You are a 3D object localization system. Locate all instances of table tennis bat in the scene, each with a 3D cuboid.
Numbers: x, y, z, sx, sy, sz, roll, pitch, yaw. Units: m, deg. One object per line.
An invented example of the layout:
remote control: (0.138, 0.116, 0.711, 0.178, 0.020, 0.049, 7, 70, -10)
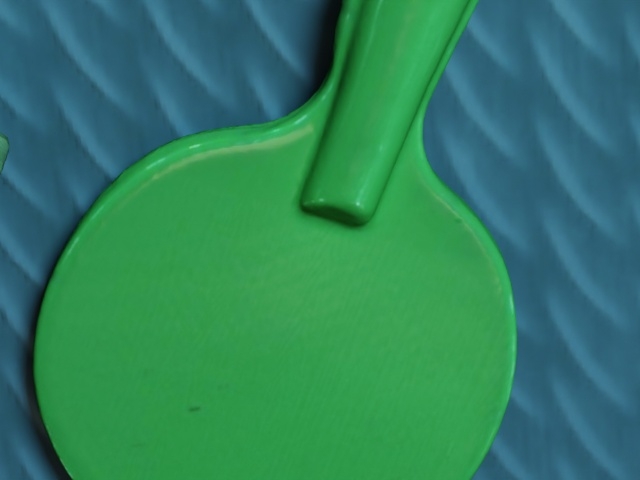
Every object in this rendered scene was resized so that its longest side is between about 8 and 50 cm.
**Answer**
table tennis bat: (0.000, 0.000, 0.627, 0.160, 0.039, 0.257, 17, 113, -9)

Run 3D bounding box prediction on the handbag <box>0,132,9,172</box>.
handbag: (-0.310, -0.041, 0.526, 0.327, 0.162, 0.325, -34, 106, 14)
